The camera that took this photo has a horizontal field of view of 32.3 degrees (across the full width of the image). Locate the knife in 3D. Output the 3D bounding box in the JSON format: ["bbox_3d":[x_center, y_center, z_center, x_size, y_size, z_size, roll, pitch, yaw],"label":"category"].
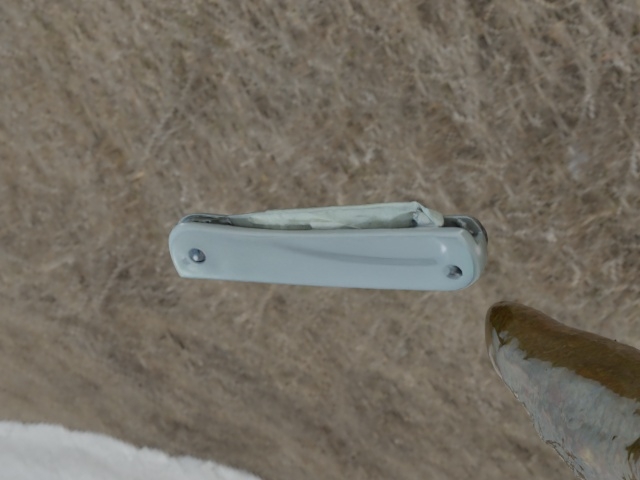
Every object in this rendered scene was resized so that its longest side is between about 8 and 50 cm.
[{"bbox_3d":[0.000,0.003,0.870,0.265,0.041,0.073,0,128,24],"label":"knife"}]

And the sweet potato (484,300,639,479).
[{"bbox_3d":[0.202,0.117,0.677,0.341,0.092,0.114,25,135,68],"label":"sweet potato"}]
